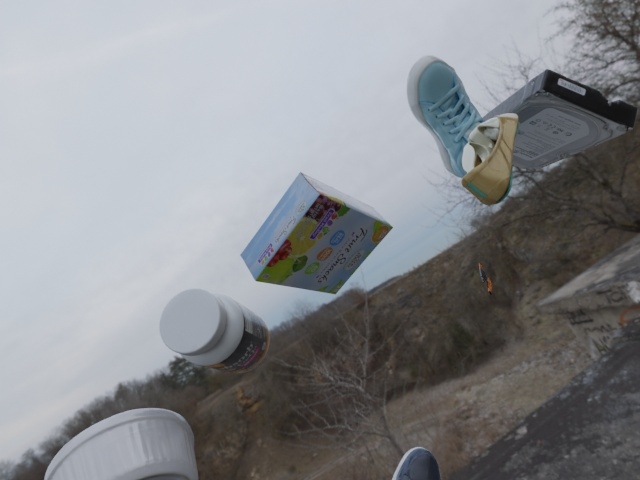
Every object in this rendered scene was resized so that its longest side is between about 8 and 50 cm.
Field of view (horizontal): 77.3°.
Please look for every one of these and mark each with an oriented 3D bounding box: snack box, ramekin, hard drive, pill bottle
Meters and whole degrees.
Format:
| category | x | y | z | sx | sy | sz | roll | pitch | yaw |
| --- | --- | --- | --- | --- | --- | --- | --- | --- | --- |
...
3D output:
| category | x | y | z | sx | sy | sz | roll | pitch | yaw |
| --- | --- | --- | --- | --- | --- | --- | --- | --- | --- |
| snack box | 0.000 | 0.000 | 0.680 | 0.207 | 0.070 | 0.174 | 16 | -62 | -48 |
| ramekin | -0.362 | 0.468 | 0.761 | 0.273 | 0.127 | 0.272 | -18 | -54 | -27 |
| hard drive | 0.557 | -0.285 | 1.025 | 0.339 | 0.237 | 0.064 | 149 | 140 | -79 |
| pill bottle | -0.231 | 0.210 | 0.912 | 0.162 | 0.162 | 0.278 | -28 | -26 | 0 |

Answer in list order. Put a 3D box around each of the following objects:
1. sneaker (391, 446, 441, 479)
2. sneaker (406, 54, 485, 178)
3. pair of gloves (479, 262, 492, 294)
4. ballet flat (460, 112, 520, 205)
| category | x | y | z | sx | sy | sz | roll | pitch | yaw |
| --- | --- | --- | --- | --- | --- | --- | --- | --- | --- |
| sneaker | 0.146 | 0.389 | 0.538 | 0.163 | 0.086 | 0.226 | 110 | -176 | -53 |
| sneaker | 0.336 | -0.271 | 0.935 | 0.135 | 0.150 | 0.366 | -48 | -51 | 1 |
| pair of gloves | 0.503 | 0.116 | 1.217 | 0.010 | 0.083 | 0.074 | -23 | 32 | 30 |
| ballet flat | 0.270 | -0.151 | 0.640 | 0.232 | 0.073 | 0.080 | -63 | 1 | -42 |
